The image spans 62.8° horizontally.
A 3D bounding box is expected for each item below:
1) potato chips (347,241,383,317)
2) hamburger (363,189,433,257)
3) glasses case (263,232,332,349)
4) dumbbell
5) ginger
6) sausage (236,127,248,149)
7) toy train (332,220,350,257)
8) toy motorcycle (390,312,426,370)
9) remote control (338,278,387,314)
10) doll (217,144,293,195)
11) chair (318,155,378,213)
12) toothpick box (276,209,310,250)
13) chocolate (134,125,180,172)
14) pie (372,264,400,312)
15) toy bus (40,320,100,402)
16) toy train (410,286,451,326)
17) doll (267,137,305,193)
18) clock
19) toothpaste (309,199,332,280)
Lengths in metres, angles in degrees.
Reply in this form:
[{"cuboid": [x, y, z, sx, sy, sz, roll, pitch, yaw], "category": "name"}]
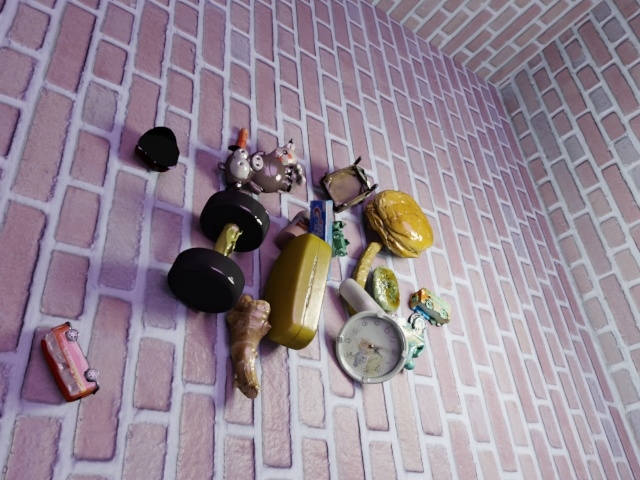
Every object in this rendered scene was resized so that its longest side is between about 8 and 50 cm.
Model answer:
[{"cuboid": [0.159, 0.121, 1.935, 0.080, 0.057, 0.407, 41, 42, -15], "category": "potato chips"}, {"cuboid": [0.326, -0.065, 2.123, 0.319, 0.158, 0.318, 32, 34, -25], "category": "hamburger"}, {"cuboid": [-0.082, 0.149, 1.604, 0.141, 0.173, 0.371, 29, 51, -22], "category": "glasses case"}, {"cuboid": [-0.282, 0.027, 1.494, 0.204, 0.204, 0.322, 35, 43, -18], "category": "dumbbell"}, {"cuboid": [-0.192, 0.291, 1.450, 0.086, 0.131, 0.294, 68, 12, -60], "category": "ginger"}, {"cuboid": [-0.284, -0.366, 1.906, 0.034, 0.034, 0.129, 28, 46, -25], "category": "sausage"}, {"cuboid": [0.046, -0.005, 1.852, 0.172, 0.099, 0.070, 75, 20, -45], "category": "toy train"}, {"cuboid": [0.266, 0.359, 1.837, 0.297, 0.109, 0.198, 1, 74, -34], "category": "toy motorcycle"}, {"cuboid": [0.152, 0.217, 1.783, 0.073, 0.044, 0.229, -36, 67, -18], "category": "remote control"}, {"cuboid": [-0.220, -0.231, 1.785, 0.257, 0.117, 0.182, 14, 61, -24], "category": "doll"}, {"cuboid": [0.101, -0.208, 2.045, 0.186, 0.319, 0.160, -29, 90, -8], "category": "chair"}, {"cuboid": [-0.075, -0.027, 1.799, 0.098, 0.098, 0.149, 45, 40, -7], "category": "toothpick box"}, {"cuboid": [-0.503, -0.265, 1.602, 0.125, 0.080, 0.148, -10, 75, -33], "category": "chocolate"}, {"cuboid": [0.246, 0.179, 1.949, 0.187, 0.041, 0.186, 28, 53, -47], "category": "pie"}, {"cuboid": [-0.558, 0.271, 1.164, 0.077, 0.079, 0.174, -23, 78, -38], "category": "toy bus"}, {"cuboid": [0.438, 0.265, 2.077, 0.188, 0.072, 0.099, 32, 38, -20], "category": "toy train"}, {"cuboid": [-0.131, -0.262, 1.914, 0.095, 0.149, 0.192, 57, 10, -84], "category": "doll"}, {"cuboid": [0.165, 0.345, 1.709, 0.237, 0.053, 0.236, 1, 84, -5], "category": "clock"}, {"cuboid": [0.000, 0.000, 1.766, 0.053, 0.066, 0.272, -10, 103, -64], "category": "toothpaste"}]
